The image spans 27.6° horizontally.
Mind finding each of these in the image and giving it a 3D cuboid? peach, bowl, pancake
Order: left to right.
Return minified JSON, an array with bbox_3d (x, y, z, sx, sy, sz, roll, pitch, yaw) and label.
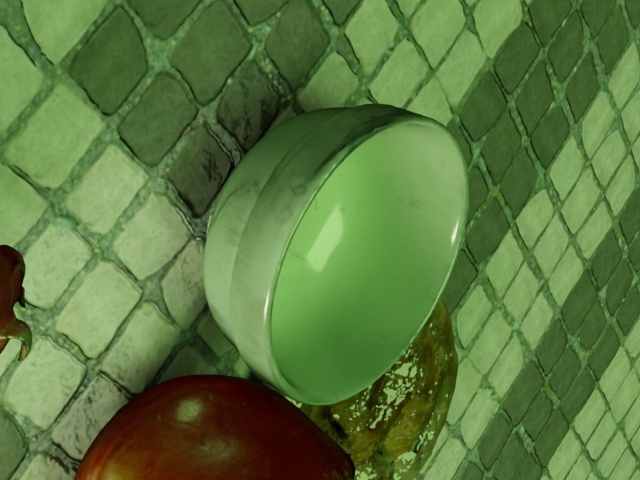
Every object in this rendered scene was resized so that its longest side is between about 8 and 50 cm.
[{"bbox_3d":[-0.098,0.247,1.254,0.274,0.248,0.245,-21,90,-38],"label":"peach"},{"bbox_3d":[0.000,0.000,1.303,0.307,0.163,0.307,-28,130,-41],"label":"bowl"},{"bbox_3d":[0.046,0.213,1.544,0.387,0.082,0.387,-27,128,-41],"label":"pancake"}]

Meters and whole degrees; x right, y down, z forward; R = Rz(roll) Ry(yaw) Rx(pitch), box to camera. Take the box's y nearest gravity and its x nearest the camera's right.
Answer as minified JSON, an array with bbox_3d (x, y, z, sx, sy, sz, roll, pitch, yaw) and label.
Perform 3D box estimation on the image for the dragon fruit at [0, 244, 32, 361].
[{"bbox_3d":[-0.297,0.018,0.971,0.135,0.137,0.236,-40,134,-35],"label":"dragon fruit"}]
